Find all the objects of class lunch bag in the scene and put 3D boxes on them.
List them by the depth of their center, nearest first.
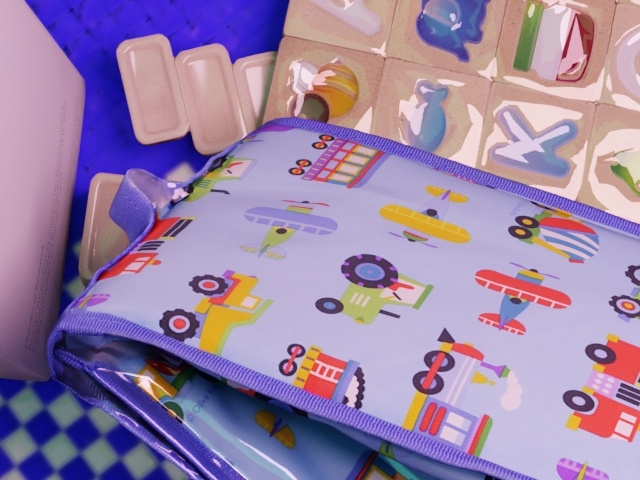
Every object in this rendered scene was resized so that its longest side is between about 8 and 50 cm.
[{"bbox_3d":[0.031,0.044,0.903,0.293,0.221,0.138,29,127,8],"label":"lunch bag"}]

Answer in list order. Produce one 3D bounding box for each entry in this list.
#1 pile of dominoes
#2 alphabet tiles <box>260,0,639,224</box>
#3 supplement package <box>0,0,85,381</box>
[{"bbox_3d":[0.000,0.000,1.057,0.251,0.040,0.196,7,80,-3],"label":"pile of dominoes"},{"bbox_3d":[0.139,-0.045,1.040,0.342,0.011,0.285,12,82,1],"label":"alphabet tiles"},{"bbox_3d":[-0.231,-0.040,0.940,0.177,0.293,0.175,5,81,5],"label":"supplement package"}]
